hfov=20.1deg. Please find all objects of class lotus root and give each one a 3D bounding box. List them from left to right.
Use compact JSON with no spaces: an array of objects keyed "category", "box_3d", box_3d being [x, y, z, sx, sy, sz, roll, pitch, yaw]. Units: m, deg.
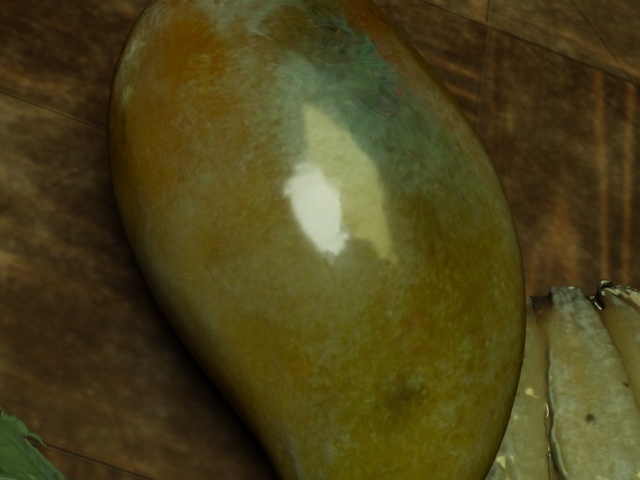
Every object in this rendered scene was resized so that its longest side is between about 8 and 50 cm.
[{"category":"lotus root","box_3d":[0.173,0.175,1.064,0.167,0.078,0.329,-3,52,0]}]

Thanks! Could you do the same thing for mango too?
[{"category":"mango","box_3d":[0.000,0.000,1.047,0.221,0.199,0.384,-1,65,-34]}]

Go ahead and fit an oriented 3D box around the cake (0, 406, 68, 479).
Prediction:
[{"category":"cake","box_3d":[-0.270,0.121,0.875,0.158,0.172,0.283,21,7,-43]}]
